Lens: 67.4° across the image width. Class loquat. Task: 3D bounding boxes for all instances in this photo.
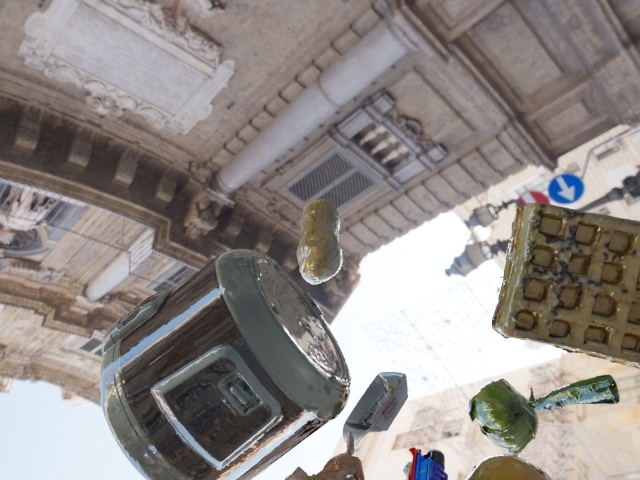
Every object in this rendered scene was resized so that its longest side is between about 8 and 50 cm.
[{"bbox_3d":[0.448,0.641,1.122,0.263,0.263,0.263,29,-135,-34],"label":"loquat"}]

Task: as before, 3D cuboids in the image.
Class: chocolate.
[{"bbox_3d":[0.000,0.000,1.405,0.134,0.134,0.309,36,-144,-27],"label":"chocolate"}]

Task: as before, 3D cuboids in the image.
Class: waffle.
[{"bbox_3d":[0.514,0.091,0.843,0.114,0.376,0.261,-1,-78,-83],"label":"waffle"}]

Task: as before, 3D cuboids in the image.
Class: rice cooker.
[{"bbox_3d":[-0.155,0.210,0.764,0.335,0.325,0.335,52,-174,-8],"label":"rice cooker"}]

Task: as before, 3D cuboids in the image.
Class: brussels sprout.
[{"bbox_3d":[0.708,0.678,1.859,0.259,0.227,0.294,53,-163,-5],"label":"brussels sprout"}]

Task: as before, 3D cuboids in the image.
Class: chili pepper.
[{"bbox_3d":[0.772,0.487,1.514,0.076,0.359,0.085,4,-113,-20],"label":"chili pepper"}]

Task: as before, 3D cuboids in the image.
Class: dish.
[{"bbox_3d":[0.157,0.473,1.323,0.064,0.154,0.234,47,-116,-8],"label":"dish"}]

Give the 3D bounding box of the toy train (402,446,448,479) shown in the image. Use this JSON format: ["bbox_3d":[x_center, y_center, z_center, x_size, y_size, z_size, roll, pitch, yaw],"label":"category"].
[{"bbox_3d":[0.264,0.605,1.172,0.083,0.131,0.204,45,-149,-11],"label":"toy train"}]

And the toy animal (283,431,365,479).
[{"bbox_3d":[-0.002,0.520,1.070,0.185,0.104,0.184,0,-135,-7],"label":"toy animal"}]
